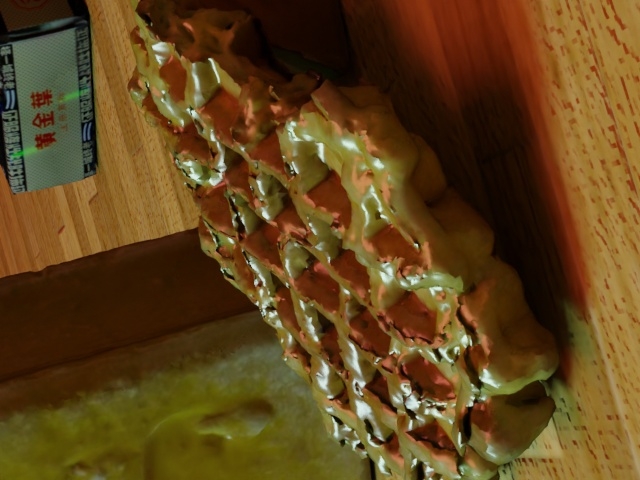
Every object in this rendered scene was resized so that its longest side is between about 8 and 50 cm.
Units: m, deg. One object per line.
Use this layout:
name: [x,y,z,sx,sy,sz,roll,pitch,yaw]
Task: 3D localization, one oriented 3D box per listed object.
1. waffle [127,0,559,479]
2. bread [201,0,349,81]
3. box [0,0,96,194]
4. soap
waffle: [0.002,-0.001,0.711,0.291,0.051,0.291,48,158,27]
bread: [-0.018,-0.154,0.800,0.074,0.084,0.139,166,120,-73]
box: [-0.291,-0.221,1.472,0.198,0.084,0.310,97,152,-50]
soap: [-0.122,0.139,0.925,0.143,0.281,0.259,-133,30,-51]
